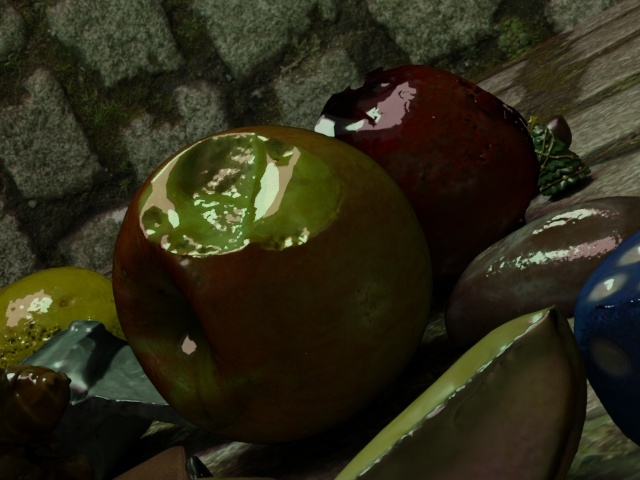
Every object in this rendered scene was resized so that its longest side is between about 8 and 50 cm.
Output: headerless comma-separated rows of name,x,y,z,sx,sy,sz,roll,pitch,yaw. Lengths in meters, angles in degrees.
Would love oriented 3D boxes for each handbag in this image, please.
handbag,-0.170,0.281,1.135,0.151,0.072,0.193,-30,9,0

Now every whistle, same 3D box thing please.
whistle,-0.270,0.198,1.469,0.405,0.188,0.168,-25,12,25

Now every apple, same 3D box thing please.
apple,0.092,0.170,0.806,0.265,0.120,0.193,-41,-13,1
apple,-0.044,0.041,1.215,0.339,0.339,0.339,-29,11,6

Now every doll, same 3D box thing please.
doll,0.315,-0.113,1.556,0.078,0.113,0.076,-29,24,9

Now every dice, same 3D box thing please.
dice,0.269,0.061,0.780,0.143,0.146,0.146,-39,10,-30

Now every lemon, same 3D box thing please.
lemon,-0.401,0.170,1.779,0.310,0.258,0.258,-29,10,-15

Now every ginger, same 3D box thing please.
ginger,-0.412,0.229,1.336,0.274,0.357,0.152,3,29,22

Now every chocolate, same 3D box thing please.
chocolate,0.242,0.018,1.210,0.261,0.083,0.161,-23,14,31

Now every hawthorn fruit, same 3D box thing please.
hawthorn fruit,0.114,-0.088,1.458,0.316,0.316,0.316,-29,11,6

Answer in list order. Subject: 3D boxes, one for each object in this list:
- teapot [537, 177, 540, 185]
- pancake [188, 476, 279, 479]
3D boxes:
teapot,0.258,-0.096,1.695,0.226,0.092,0.145,-27,10,34
pancake,-0.133,0.258,0.824,0.294,0.049,0.294,-26,-30,-16
